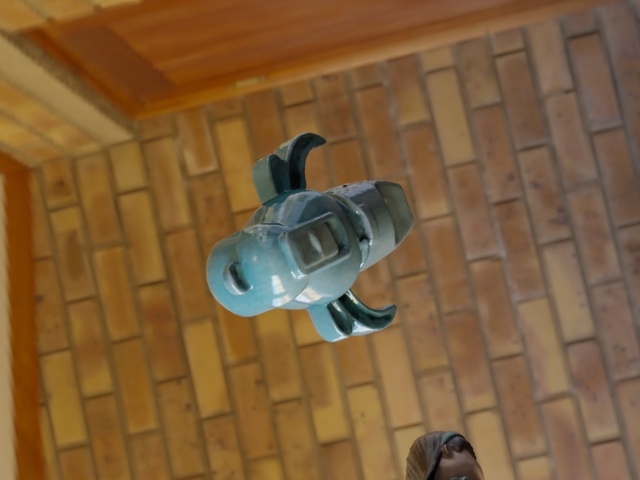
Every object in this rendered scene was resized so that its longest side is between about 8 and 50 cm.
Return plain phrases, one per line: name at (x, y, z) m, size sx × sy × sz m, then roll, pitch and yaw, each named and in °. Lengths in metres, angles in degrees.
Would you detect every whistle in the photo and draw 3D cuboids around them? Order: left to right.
whistle at (0.000, 0.000, 1.159) m, size 0.274 × 0.093 × 0.186 m, roll -23°, pitch -89°, yaw -55°

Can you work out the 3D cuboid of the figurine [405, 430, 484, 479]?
figurine at (0.175, 0.364, 1.881) m, size 0.245 × 0.110 × 0.138 m, roll -96°, pitch 19°, yaw -68°
